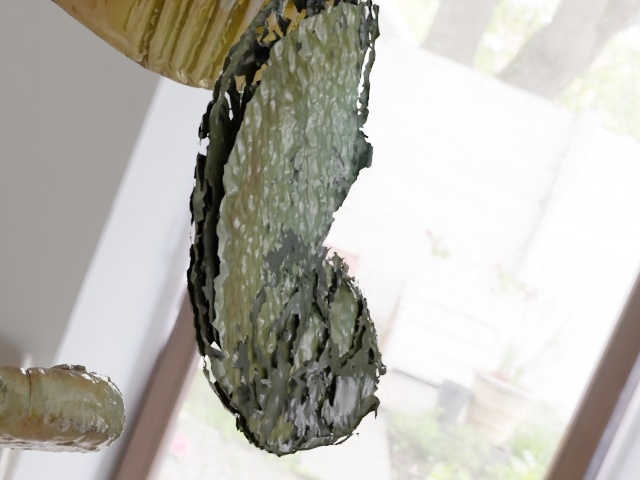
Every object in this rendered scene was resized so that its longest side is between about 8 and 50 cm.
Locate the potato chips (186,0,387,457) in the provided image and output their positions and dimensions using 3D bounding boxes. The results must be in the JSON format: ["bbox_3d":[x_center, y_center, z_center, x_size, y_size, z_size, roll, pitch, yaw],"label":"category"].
[{"bbox_3d":[-0.004,0.000,0.528,0.029,0.220,0.202,3,40,22],"label":"potato chips"}]

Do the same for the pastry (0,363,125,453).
[{"bbox_3d":[-0.383,0.219,1.603,0.235,0.121,0.257,-1,-15,12],"label":"pastry"}]

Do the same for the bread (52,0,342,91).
[{"bbox_3d":[-0.098,-0.246,0.794,0.288,0.156,0.204,44,50,10],"label":"bread"}]
